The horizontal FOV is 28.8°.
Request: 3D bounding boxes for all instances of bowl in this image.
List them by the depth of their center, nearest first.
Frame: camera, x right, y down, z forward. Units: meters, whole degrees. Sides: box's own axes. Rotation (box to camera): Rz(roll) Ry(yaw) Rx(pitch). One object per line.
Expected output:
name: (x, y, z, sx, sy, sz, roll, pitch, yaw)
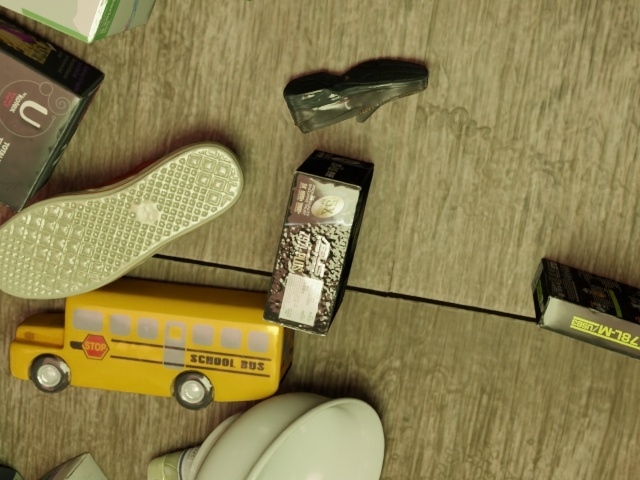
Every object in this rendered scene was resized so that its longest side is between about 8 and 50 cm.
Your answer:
bowl: (-0.065, 0.295, 1.483, 0.134, 0.298, 0.298, 25, 108, 32)

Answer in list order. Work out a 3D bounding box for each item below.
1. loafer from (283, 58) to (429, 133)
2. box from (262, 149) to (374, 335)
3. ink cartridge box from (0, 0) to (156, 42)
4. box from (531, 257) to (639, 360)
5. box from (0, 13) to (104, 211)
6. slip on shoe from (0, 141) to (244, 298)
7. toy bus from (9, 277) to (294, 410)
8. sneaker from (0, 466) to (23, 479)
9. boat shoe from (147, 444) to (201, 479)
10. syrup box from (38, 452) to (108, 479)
loafer: (0.045, -0.167, 1.447, 0.170, 0.062, 0.061, -7, 124, 13)
box: (0.000, 0.000, 1.442, 0.077, 0.147, 0.180, 14, 104, 5)
ink cartridge box: (-0.275, -0.297, 1.377, 0.154, 0.212, 0.093, 23, 109, 1)
box: (0.332, 0.084, 1.391, 0.184, 0.190, 0.045, 20, 104, 2)
box: (-0.415, -0.182, 1.447, 0.270, 0.143, 0.165, 31, 106, -7)
slip on shoe: (-0.242, -0.024, 1.479, 0.331, 0.101, 0.123, -25, 99, 4)
toy bus: (-0.204, 0.122, 1.520, 0.333, 0.108, 0.130, 6, 104, 7)
sneaker: (-0.500, 0.318, 1.571, 0.163, 0.226, 0.086, -14, 60, 15)
boat shoe: (-0.146, 0.408, 1.597, 0.094, 0.109, 0.302, -8, 94, 26)
syrup box: (-0.286, 0.404, 1.609, 0.096, 0.093, 0.237, -32, 97, 15)
